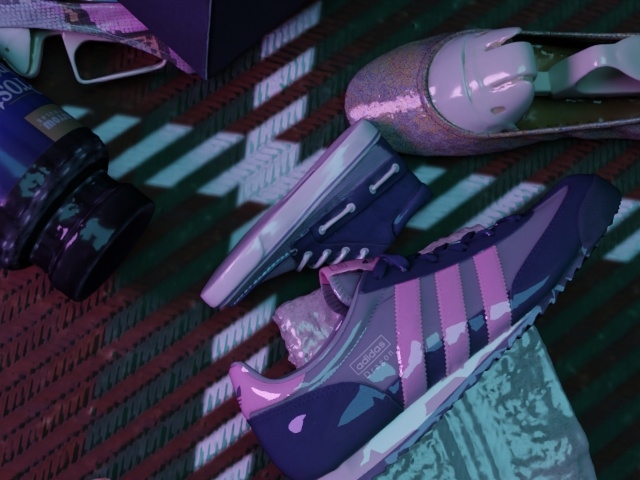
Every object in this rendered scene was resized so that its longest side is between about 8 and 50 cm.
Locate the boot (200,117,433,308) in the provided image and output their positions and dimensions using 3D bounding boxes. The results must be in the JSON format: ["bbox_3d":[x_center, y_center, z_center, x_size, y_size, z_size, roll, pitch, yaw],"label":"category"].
[{"bbox_3d":[0.000,0.000,0.897,0.086,0.069,0.190,45,83,-9],"label":"boot"}]

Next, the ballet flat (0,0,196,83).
[{"bbox_3d":[-0.197,-0.163,0.911,0.222,0.077,0.079,6,98,-5],"label":"ballet flat"}]

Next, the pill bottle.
[{"bbox_3d":[-0.236,-0.056,0.855,0.219,0.123,0.122,37,78,2],"label":"pill bottle"}]

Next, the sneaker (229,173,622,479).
[{"bbox_3d":[0.075,0.039,0.828,0.319,0.112,0.131,-43,87,-13],"label":"sneaker"}]

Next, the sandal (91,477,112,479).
[{"bbox_3d":[-0.103,0.277,0.842,0.079,0.088,0.240,-14,87,-40],"label":"sandal"}]

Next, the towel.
[{"bbox_3d":[0.096,0.146,0.887,0.187,0.049,0.282,-21,82,-10],"label":"towel"}]

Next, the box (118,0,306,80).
[{"bbox_3d":[-0.079,-0.330,0.856,0.294,0.182,0.296,43,68,13],"label":"box"}]

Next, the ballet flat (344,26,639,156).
[{"bbox_3d":[0.178,-0.129,0.919,0.316,0.106,0.107,-5,80,-6],"label":"ballet flat"}]
